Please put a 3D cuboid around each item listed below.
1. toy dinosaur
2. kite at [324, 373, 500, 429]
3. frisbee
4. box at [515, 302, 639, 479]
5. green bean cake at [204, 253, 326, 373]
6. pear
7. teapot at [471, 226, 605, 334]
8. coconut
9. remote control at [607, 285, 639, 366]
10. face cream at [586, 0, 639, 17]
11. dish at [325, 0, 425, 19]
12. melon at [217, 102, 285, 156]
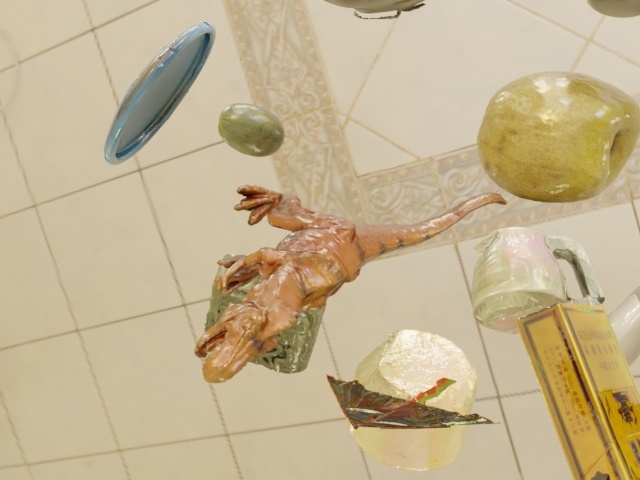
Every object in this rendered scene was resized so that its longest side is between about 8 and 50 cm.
[{"bbox_3d":[0.000,0.000,0.755,0.208,0.432,0.097,14,125,39],"label":"toy dinosaur"},{"bbox_3d":[0.073,0.148,0.653,0.190,0.010,0.159,20,146,-25],"label":"kite"},{"bbox_3d":[-0.231,-0.210,1.013,0.045,0.242,0.242,36,113,-5],"label":"frisbee"},{"bbox_3d":[0.428,0.252,1.132,0.084,0.193,0.301,-30,66,35],"label":"box"},{"bbox_3d":[-0.092,0.123,1.182,0.185,0.094,0.183,17,134,2],"label":"green bean cake"},{"bbox_3d":[0.348,-0.157,1.090,0.211,0.228,0.188,25,129,34],"label":"pear"},{"bbox_3d":[0.380,0.058,1.307,0.222,0.163,0.178,-12,56,23],"label":"teapot"},{"bbox_3d":[0.107,0.194,0.854,0.147,0.147,0.152,18,129,17],"label":"coconut"},{"bbox_3d":[0.687,0.200,1.619,0.103,0.332,0.221,41,145,26],"label":"remote control"},{"bbox_3d":[0.444,-0.390,1.053,0.117,0.117,0.104,12,78,18],"label":"face cream"},{"bbox_3d":[0.070,-0.259,0.656,0.229,0.229,0.081,-9,126,23],"label":"dish"},{"bbox_3d":[-0.151,-0.249,1.648,0.167,0.114,0.114,19,114,-24],"label":"melon"}]
